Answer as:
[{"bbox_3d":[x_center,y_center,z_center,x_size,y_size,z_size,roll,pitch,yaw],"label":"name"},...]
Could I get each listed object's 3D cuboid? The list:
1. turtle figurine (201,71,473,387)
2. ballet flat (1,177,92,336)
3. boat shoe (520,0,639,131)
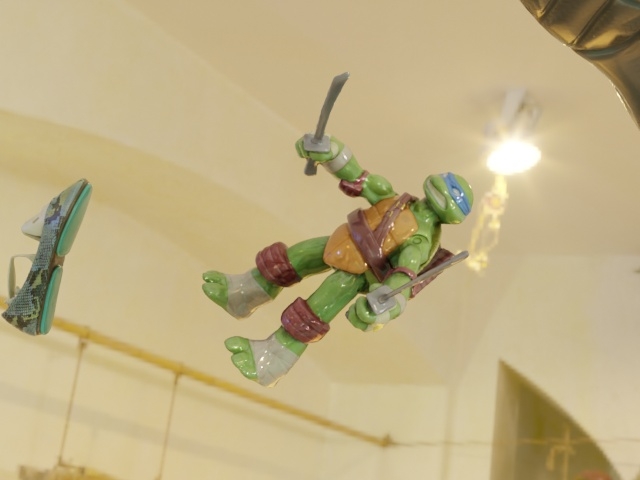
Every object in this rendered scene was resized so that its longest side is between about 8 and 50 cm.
[{"bbox_3d":[0.000,0.000,1.003,0.266,0.198,0.274,-38,-6,15],"label":"turtle figurine"},{"bbox_3d":[-0.313,0.013,1.220,0.070,0.188,0.070,18,0,0],"label":"ballet flat"},{"bbox_3d":[0.164,-0.165,0.553,0.132,0.130,0.355,-20,-37,21],"label":"boat shoe"}]
